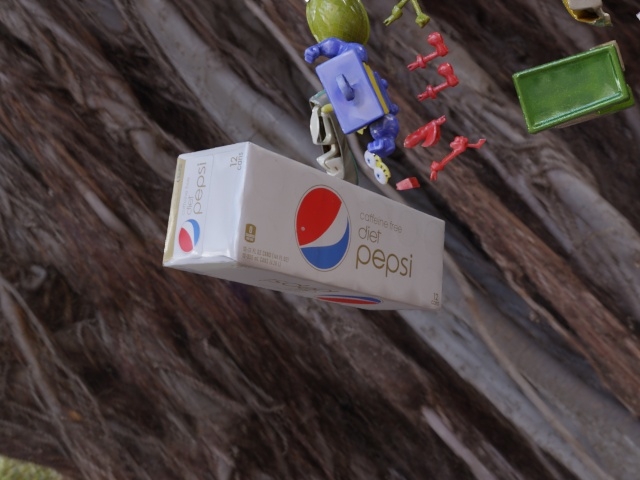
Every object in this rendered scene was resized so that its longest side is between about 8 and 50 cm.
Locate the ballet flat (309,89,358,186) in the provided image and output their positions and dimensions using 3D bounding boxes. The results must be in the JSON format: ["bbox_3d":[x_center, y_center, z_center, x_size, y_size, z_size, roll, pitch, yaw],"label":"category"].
[{"bbox_3d":[0.018,-0.175,1.414,0.068,0.072,0.213,-30,-57,-29],"label":"ballet flat"}]

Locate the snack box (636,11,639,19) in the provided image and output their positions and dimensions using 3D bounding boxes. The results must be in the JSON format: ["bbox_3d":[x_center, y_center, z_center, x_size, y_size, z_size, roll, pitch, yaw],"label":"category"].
[{"bbox_3d":[0.537,-0.289,1.143,0.037,0.141,0.100,-39,-13,29],"label":"snack box"}]

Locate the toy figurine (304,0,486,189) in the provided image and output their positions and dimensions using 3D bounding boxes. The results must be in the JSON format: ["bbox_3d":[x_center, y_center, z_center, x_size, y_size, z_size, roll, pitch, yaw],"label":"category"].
[{"bbox_3d":[0.075,-0.250,1.114,0.191,0.362,0.217,-23,-3,24],"label":"toy figurine"}]

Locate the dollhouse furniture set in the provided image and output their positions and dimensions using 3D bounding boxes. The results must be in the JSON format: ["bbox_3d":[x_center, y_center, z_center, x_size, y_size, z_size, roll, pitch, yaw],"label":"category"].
[{"bbox_3d":[0.380,-0.335,1.220,0.151,0.301,0.198,-16,0,26],"label":"dollhouse furniture set"}]

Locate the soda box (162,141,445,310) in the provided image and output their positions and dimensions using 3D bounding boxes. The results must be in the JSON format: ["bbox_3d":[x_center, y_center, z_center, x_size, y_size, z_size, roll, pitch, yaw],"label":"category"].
[{"bbox_3d":[0.000,0.000,0.525,0.069,0.073,0.216,-4,-14,40],"label":"soda box"}]
